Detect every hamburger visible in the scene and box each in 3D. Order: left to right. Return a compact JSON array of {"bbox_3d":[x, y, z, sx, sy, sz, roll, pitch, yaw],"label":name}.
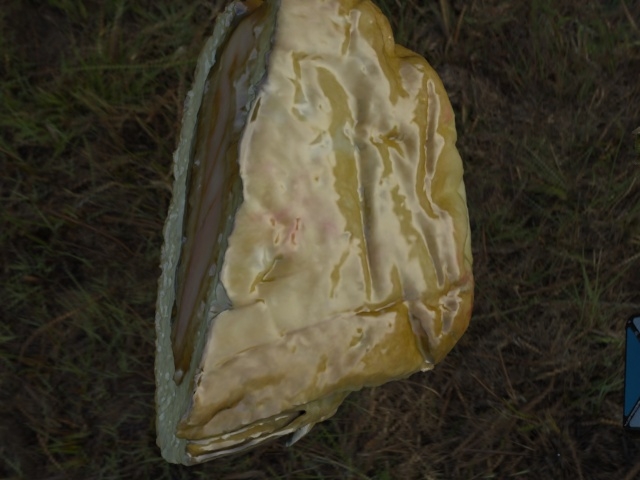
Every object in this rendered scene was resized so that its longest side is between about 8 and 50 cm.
[{"bbox_3d":[0.003,0.000,0.589,0.208,0.162,0.330,15,73,-24],"label":"hamburger"}]

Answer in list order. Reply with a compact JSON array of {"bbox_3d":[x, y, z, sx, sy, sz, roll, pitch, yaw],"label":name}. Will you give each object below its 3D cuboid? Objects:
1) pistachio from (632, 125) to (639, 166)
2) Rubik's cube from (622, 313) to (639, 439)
[{"bbox_3d":[0.704,-0.193,1.572,0.215,0.144,0.144,-6,74,8],"label":"pistachio"},{"bbox_3d":[0.743,0.260,1.550,0.248,0.246,0.250,9,76,-12],"label":"Rubik's cube"}]
